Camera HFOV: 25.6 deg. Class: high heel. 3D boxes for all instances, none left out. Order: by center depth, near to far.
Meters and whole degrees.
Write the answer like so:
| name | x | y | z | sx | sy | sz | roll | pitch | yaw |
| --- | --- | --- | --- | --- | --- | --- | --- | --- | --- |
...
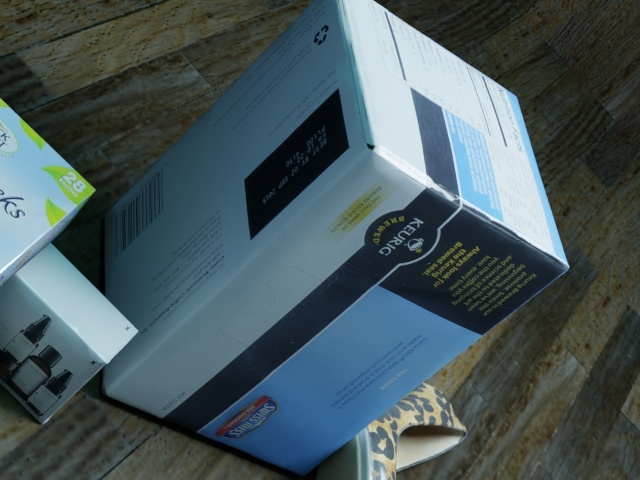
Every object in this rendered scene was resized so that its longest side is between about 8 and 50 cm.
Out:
| name | x | y | z | sx | sy | sz | roll | pitch | yaw |
| --- | --- | --- | --- | --- | --- | --- | --- | --- | --- |
| high heel | 0.087 | 0.217 | 1.333 | 0.186 | 0.093 | 0.261 | 25 | 28 | -24 |

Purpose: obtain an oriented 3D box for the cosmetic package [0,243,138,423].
| name | x | y | z | sx | sy | sz | roll | pitch | yaw |
| --- | --- | --- | --- | --- | --- | --- | --- | --- | --- |
| cosmetic package | -0.265 | 0.025 | 1.107 | 0.239 | 0.099 | 0.060 | 45 | 30 | -3 |

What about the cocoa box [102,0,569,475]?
| name | x | y | z | sx | sy | sz | roll | pitch | yaw |
| --- | --- | --- | --- | --- | --- | --- | --- | --- | --- |
| cocoa box | 0.000 | 0.000 | 1.226 | 0.228 | 0.347 | 0.231 | 28 | 35 | -31 |

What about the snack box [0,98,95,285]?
| name | x | y | z | sx | sy | sz | roll | pitch | yaw |
| --- | --- | --- | --- | --- | --- | --- | --- | --- | --- |
| snack box | -0.290 | -0.030 | 0.998 | 0.174 | 0.070 | 0.207 | 43 | 41 | -4 |
